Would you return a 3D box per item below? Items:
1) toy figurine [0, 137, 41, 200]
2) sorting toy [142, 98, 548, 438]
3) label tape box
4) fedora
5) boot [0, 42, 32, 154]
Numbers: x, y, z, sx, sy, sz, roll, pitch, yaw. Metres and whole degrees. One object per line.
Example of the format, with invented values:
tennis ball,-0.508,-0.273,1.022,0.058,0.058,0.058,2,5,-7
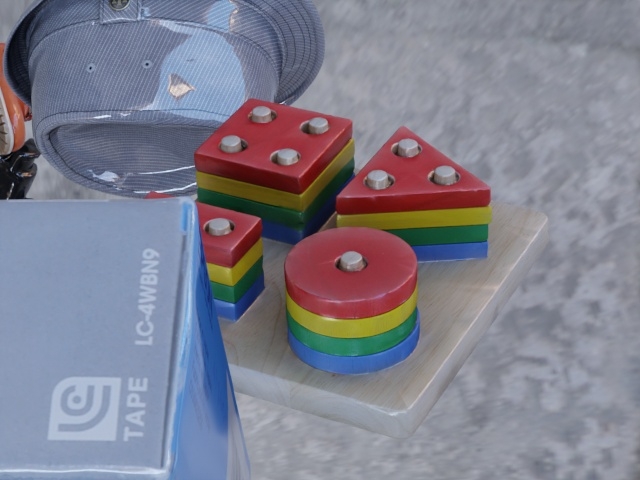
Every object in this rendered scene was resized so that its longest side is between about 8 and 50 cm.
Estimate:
toy figurine,-0.361,-0.009,1.755,0.209,0.148,0.213,6,37,-36
sorting toy,0.000,0.000,1.275,0.255,0.089,0.257,14,37,23
label tape box,-0.208,0.085,0.698,0.347,0.249,0.115,2,62,4
fedora,-0.133,-0.117,1.506,0.275,0.244,0.124,0,58,0
boot,-0.295,-0.142,1.780,0.084,0.059,0.158,4,42,-20
